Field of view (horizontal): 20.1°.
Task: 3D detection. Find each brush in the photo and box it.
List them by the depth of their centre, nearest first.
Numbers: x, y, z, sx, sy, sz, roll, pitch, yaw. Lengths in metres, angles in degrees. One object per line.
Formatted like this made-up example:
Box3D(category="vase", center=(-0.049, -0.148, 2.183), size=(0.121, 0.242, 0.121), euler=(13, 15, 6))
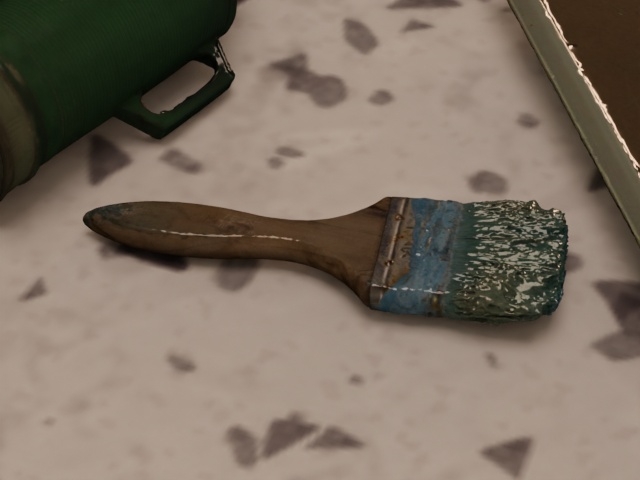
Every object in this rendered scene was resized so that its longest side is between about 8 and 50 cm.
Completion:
Box3D(category="brush", center=(0.000, 0.000, 0.720), size=(0.196, 0.021, 0.070), euler=(7, 41, 7))

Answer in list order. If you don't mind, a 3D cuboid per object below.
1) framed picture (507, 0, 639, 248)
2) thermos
Box3D(category="framed picture", center=(0.221, -0.044, 0.770), size=(0.232, 0.019, 0.296), euler=(-6, 43, -12))
Box3D(category="thermos", center=(-0.094, -0.090, 0.780), size=(0.083, 0.073, 0.188), euler=(26, 47, 27))
